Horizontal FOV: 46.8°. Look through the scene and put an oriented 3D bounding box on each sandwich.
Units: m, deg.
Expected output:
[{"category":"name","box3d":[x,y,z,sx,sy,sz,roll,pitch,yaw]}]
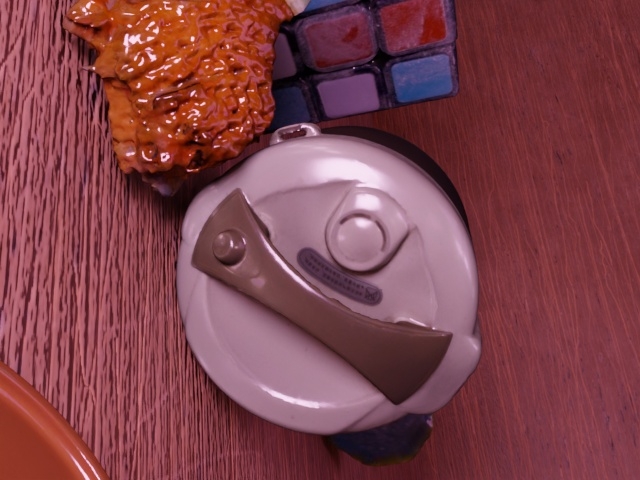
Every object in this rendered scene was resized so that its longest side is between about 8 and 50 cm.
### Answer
[{"category":"sandwich","box3d":[-0.141,-0.192,0.707,0.250,0.162,0.301,11,83,-45]}]

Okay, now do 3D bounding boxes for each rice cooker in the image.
[{"category":"rice cooker","box3d":[0.019,0.038,0.836,0.325,0.335,0.335,-55,133,-76]}]

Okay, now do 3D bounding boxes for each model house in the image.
[{"category":"model house","box3d":[0.094,0.242,1.310,0.237,0.216,0.303,-89,169,-46]}]

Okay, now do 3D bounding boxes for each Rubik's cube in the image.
[{"category":"Rubik's cube","box3d":[0.011,-0.421,1.126,0.359,0.363,0.362,70,10,-55]}]

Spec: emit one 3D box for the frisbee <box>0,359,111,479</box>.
[{"category":"frisbee","box3d":[-0.161,0.127,0.335,0.251,0.021,0.251,52,3,-3]}]
